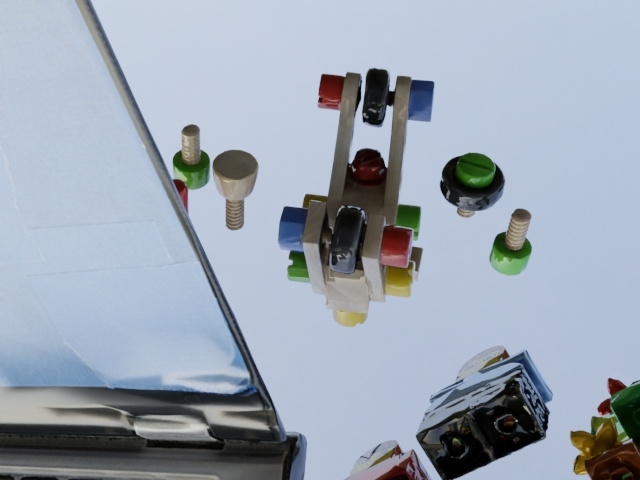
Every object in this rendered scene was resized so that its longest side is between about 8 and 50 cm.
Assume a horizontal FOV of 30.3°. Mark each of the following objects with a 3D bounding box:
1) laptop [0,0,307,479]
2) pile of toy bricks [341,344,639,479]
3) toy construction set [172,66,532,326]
[{"bbox_3d":[-0.227,0.092,0.356,0.381,0.236,0.408,-3,-109,27],"label":"laptop"},{"bbox_3d":[0.102,0.067,0.350,0.212,0.118,0.105,-28,-172,20],"label":"pile of toy bricks"},{"bbox_3d":[0.000,0.000,1.129,0.308,0.237,0.257,-9,-132,-14],"label":"toy construction set"}]
